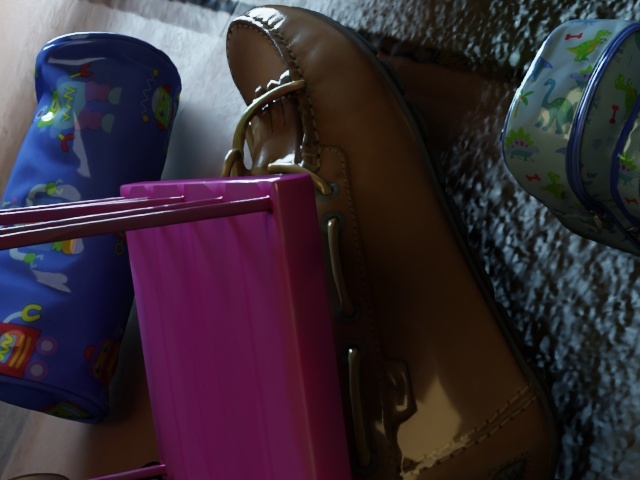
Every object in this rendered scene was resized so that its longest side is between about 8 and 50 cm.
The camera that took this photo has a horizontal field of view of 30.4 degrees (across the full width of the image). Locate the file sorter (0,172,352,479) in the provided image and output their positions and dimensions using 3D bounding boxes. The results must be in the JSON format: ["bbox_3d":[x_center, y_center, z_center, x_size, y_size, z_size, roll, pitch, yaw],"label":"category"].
[{"bbox_3d":[-0.127,0.078,0.623,0.291,0.182,0.202,-175,77,-67],"label":"file sorter"}]

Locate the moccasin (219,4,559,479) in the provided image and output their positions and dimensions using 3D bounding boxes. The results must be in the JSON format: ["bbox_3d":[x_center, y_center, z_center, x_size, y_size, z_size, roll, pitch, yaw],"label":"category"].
[{"bbox_3d":[0.000,0.002,0.683,0.147,0.139,0.380,-15,57,-8],"label":"moccasin"}]

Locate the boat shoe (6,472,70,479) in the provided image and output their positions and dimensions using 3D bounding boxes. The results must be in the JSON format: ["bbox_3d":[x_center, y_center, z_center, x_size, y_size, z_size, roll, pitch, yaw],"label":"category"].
[{"bbox_3d":[-0.246,0.253,0.856,0.223,0.080,0.073,-45,49,26],"label":"boat shoe"}]

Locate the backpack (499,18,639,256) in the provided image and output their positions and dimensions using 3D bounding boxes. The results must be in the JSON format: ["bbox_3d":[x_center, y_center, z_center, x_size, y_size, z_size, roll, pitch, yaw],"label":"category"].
[{"bbox_3d":[0.154,-0.054,0.587,0.084,0.114,0.105,19,82,48],"label":"backpack"}]

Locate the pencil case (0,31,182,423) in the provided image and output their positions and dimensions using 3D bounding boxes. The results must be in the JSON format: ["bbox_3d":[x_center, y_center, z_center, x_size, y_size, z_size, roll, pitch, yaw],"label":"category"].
[{"bbox_3d":[-0.196,-0.010,0.907,0.133,0.119,0.306,2,68,22],"label":"pencil case"}]

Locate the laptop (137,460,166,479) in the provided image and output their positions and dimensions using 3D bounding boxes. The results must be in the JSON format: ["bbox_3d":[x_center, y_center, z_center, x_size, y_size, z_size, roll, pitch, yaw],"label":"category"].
[{"bbox_3d":[-0.165,0.413,0.690,0.408,0.236,0.382,-33,33,-10],"label":"laptop"}]
